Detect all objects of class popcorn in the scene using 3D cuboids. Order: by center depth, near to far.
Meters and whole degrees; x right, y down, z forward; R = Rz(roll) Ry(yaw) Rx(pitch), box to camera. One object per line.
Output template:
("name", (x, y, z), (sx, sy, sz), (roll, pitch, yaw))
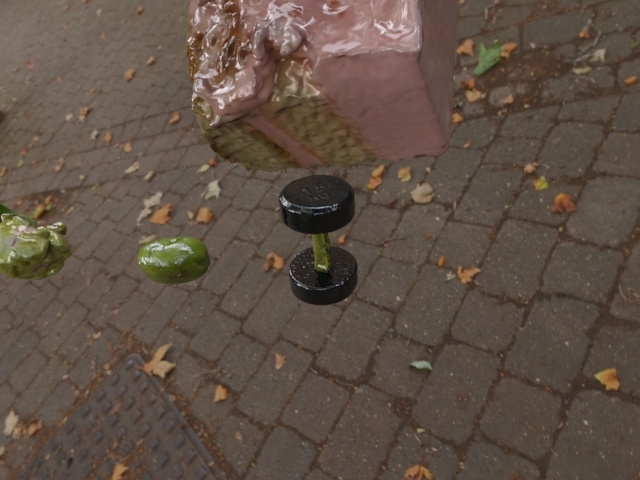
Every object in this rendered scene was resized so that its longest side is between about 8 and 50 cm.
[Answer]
("popcorn", (-0.414, 0.012, 0.703), (0.109, 0.097, 0.089), (-23, 66, -10))

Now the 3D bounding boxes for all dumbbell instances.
("dumbbell", (0.000, 0.000, 1.372), (0.203, 0.323, 0.204), (-3, 35, 2))

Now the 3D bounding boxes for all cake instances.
("cake", (0.006, -0.263, 0.627), (0.306, 0.293, 0.314), (0, 79, 20))

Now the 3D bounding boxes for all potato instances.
("potato", (-0.464, 0.064, 1.563), (0.253, 0.186, 0.149), (-13, 85, 38))

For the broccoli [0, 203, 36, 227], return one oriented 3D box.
("broccoli", (-0.902, -0.078, 1.124), (0.353, 0.397, 0.275), (-19, 47, -13))
